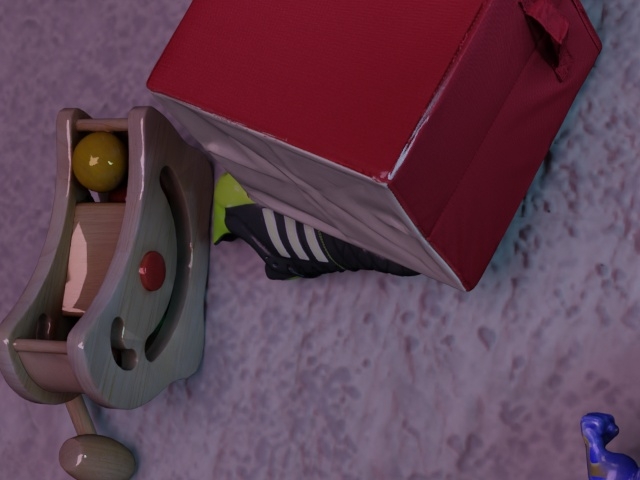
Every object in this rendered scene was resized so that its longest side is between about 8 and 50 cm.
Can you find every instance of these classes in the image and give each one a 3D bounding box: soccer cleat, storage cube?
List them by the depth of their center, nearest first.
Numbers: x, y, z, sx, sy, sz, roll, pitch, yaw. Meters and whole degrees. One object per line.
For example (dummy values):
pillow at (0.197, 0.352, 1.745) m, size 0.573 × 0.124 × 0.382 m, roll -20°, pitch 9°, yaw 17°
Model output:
storage cube at (0.038, -0.111, 1.263) m, size 0.215 × 0.183 × 0.193 m, roll 22°, pitch 77°, yaw 28°
soccer cleat at (0.000, 0.000, 1.380) m, size 0.179 × 0.060 × 0.072 m, roll 22°, pitch 112°, yaw 31°

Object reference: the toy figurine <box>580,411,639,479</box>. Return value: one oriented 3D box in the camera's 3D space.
toy figurine at (0.246, 0.151, 1.196) m, size 0.191 × 0.217 × 0.362 m, roll 36°, pitch 140°, yaw -14°

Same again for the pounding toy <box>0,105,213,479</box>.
pounding toy at (-0.182, 0.041, 1.415) m, size 0.155 × 0.154 × 0.269 m, roll 1°, pitch 85°, yaw 29°
